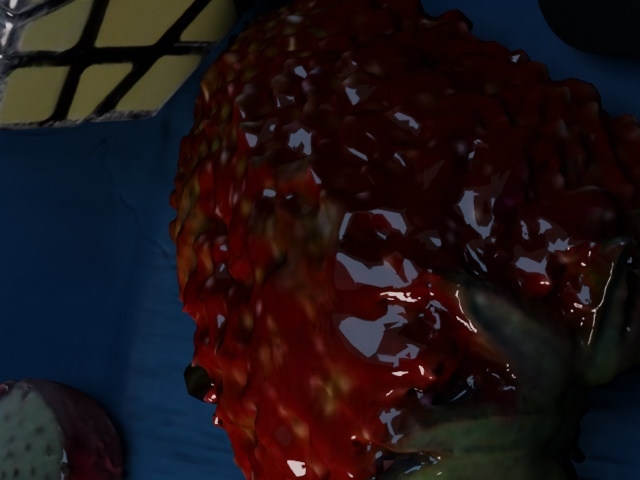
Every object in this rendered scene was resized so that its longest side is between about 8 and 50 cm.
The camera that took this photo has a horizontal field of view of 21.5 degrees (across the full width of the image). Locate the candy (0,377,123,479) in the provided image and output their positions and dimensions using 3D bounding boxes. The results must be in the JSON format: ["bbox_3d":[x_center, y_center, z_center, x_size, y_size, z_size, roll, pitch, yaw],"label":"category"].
[{"bbox_3d":[-0.146,0.120,0.848,0.103,0.043,0.103,-12,69,33],"label":"candy"}]

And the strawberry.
[{"bbox_3d":[0.000,0.000,0.724,0.306,0.137,0.233,37,100,36],"label":"strawberry"}]

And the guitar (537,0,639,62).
[{"bbox_3d":[0.167,-0.077,0.661,0.233,0.025,0.088,45,141,39],"label":"guitar"}]

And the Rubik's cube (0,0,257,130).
[{"bbox_3d":[-0.157,-0.201,0.803,0.319,0.319,0.264,-14,30,32],"label":"Rubik's cube"}]
